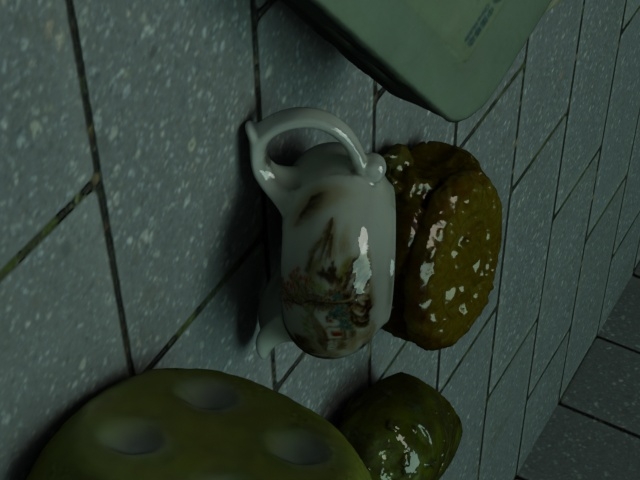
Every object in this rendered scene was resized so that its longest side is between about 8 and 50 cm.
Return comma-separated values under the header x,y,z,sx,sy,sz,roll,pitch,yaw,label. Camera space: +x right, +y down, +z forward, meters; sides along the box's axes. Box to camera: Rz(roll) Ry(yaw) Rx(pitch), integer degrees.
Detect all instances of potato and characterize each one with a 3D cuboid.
x,y,z,sx,sy,sz,roll,pitch,yaw,label
0.097,0.255,1.814,0.176,0.141,0.298,-58,167,9,potato

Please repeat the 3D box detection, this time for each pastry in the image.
x,y,z,sx,sy,sz,roll,pitch,yaw,label
0.130,0.009,1.653,0.240,0.132,0.235,-16,126,-65,pastry

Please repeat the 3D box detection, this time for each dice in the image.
x,y,z,sx,sy,sz,roll,pitch,yaw,label
-0.106,0.259,1.179,0.233,0.238,0.227,-34,141,-57,dice

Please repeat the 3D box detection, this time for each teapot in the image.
x,y,z,sx,sy,sz,roll,pitch,yaw,label
0.000,0.000,1.337,0.204,0.139,0.298,-85,178,-55,teapot

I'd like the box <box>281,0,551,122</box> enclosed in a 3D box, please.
x,y,z,sx,sy,sz,roll,pitch,yaw,label
0.120,-0.332,1.190,0.396,0.111,0.396,-57,146,0,box

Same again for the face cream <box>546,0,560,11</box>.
x,y,z,sx,sy,sz,roll,pitch,yaw,label
0.304,-0.376,1.768,0.348,0.081,0.173,-39,145,-51,face cream
